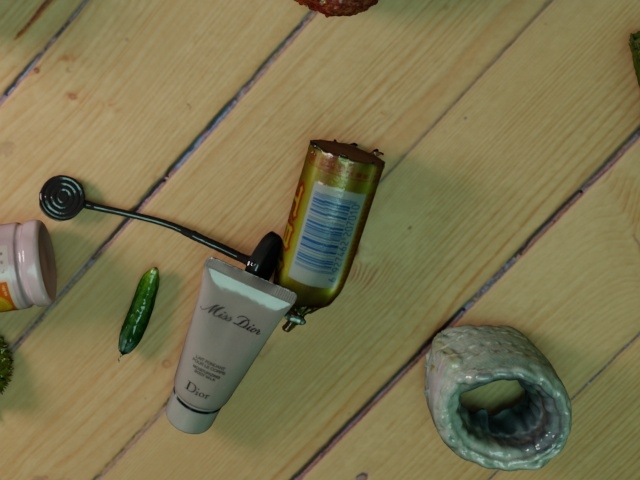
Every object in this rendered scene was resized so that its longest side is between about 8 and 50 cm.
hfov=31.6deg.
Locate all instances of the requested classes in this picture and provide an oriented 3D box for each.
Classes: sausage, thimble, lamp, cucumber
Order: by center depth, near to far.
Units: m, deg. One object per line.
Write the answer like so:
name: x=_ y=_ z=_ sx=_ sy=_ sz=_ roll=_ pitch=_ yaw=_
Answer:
lamp: x=-0.230 y=-0.024 z=1.679 sx=0.371 sy=0.108 sz=0.130 roll=27 pitch=82 yaw=-11
sausage: x=0.001 y=-0.001 z=1.708 sx=0.117 sy=0.125 sz=0.317 roll=26 pitch=113 yaw=21
cucumber: x=-0.282 y=0.114 z=1.758 sx=0.039 sy=0.039 sz=0.167 roll=19 pitch=104 yaw=-11
thimble: x=0.273 y=0.248 z=1.783 sx=0.250 sy=0.172 sz=0.205 roll=40 pitch=103 yaw=-18

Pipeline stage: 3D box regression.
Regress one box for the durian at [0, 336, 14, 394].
durian: x=-0.536 y=0.191 z=1.756 sx=0.100 sy=0.086 sz=0.215 roll=-14 pitch=110 yaw=36

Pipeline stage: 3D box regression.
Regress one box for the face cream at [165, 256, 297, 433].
face cream: x=-0.154 y=0.165 z=1.722 sx=0.143 sy=0.089 sz=0.314 roll=24 pitch=121 yaw=-2

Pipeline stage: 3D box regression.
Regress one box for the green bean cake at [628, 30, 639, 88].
green bean cake: x=0.534 y=-0.211 z=1.629 sx=0.113 sy=0.214 sz=0.200 roll=-21 pitch=110 yaw=9

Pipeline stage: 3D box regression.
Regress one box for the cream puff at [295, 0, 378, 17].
cream puff: x=0.012 y=-0.425 z=1.539 sx=0.240 sy=0.164 sz=0.240 roll=0 pitch=110 yaw=0

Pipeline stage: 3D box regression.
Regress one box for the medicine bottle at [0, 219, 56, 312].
medicine bottle: x=-0.526 y=0.048 z=1.665 sx=0.250 sy=0.133 sz=0.133 roll=-7 pitch=109 yaw=-3
